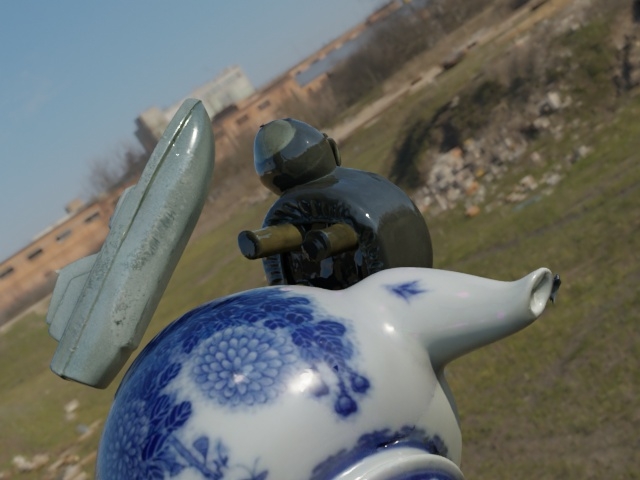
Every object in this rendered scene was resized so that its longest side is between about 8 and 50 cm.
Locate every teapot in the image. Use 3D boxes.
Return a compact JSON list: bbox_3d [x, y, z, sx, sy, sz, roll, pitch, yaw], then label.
[{"bbox_3d":[-0.007,0.170,0.682,0.280,0.252,0.424,37,92,43],"label":"teapot"}]

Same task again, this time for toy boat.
[{"bbox_3d":[-0.158,-0.004,0.886,0.078,0.085,0.261,60,-126,-77],"label":"toy boat"}]

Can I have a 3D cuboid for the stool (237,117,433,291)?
[{"bbox_3d":[-0.006,0.005,0.989,0.139,0.228,0.153,-29,-21,-51],"label":"stool"}]
